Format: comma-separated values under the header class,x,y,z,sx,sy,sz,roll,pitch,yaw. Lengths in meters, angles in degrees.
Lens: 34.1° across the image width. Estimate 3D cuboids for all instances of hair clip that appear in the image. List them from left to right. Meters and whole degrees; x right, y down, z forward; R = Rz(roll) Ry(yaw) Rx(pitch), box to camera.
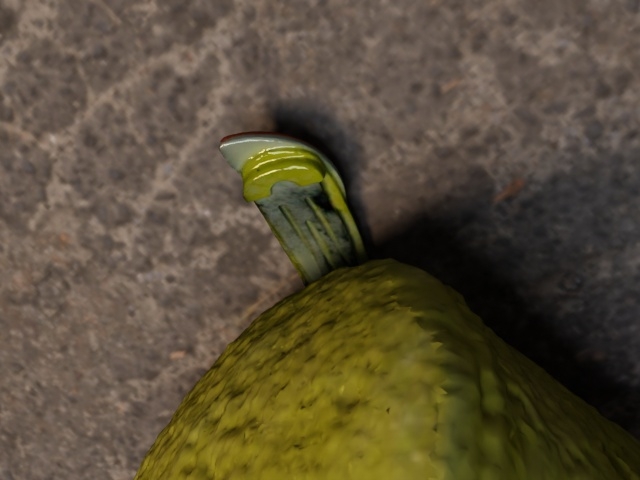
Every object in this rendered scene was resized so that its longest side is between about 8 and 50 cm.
class,x,y,z,sx,sy,sz,roll,pitch,yaw
hair clip,0.000,0.000,0.674,0.060,0.033,0.188,-14,126,17

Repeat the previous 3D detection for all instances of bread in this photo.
class,x,y,z,sx,sy,sz,roll,pitch,yaw
bread,0.049,0.207,0.601,0.307,0.348,0.348,28,124,-20
